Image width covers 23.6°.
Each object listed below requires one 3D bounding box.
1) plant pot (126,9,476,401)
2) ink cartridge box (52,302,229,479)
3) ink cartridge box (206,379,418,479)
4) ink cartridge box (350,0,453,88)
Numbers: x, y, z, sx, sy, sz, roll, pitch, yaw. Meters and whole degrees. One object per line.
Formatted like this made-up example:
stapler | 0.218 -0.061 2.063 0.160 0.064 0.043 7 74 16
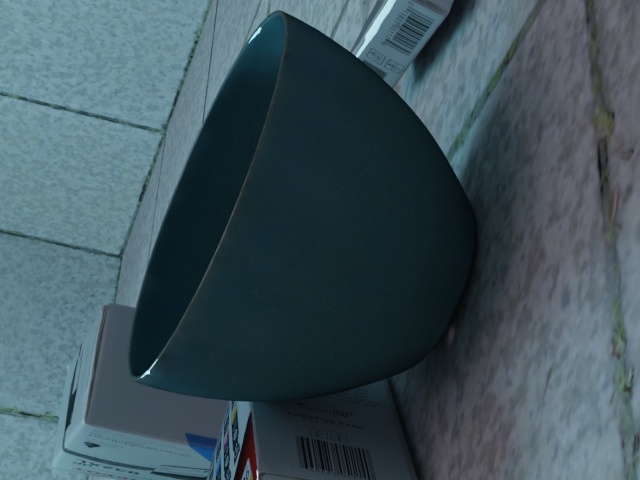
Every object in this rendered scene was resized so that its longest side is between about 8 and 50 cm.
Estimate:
plant pot | 0.000 0.000 1.143 0.290 0.195 0.290 -158 90 -76
ink cartridge box | -0.153 0.181 1.625 0.307 0.223 0.129 134 146 -68
ink cartridge box | -0.038 0.257 1.254 0.272 0.130 0.309 -104 29 -66
ink cartridge box | 0.101 -0.255 1.384 0.232 0.066 0.189 -60 3 -27
